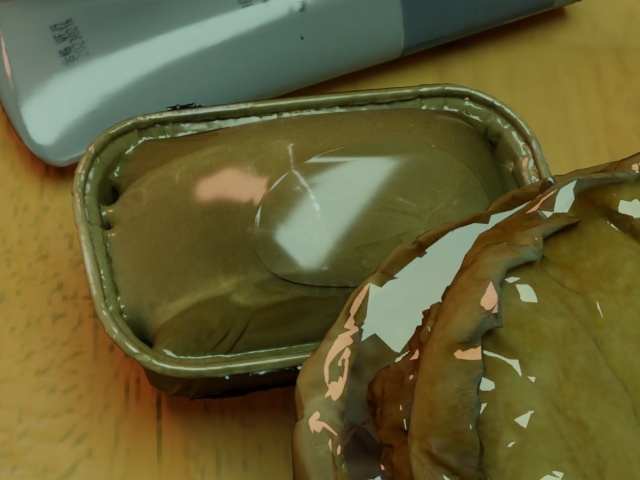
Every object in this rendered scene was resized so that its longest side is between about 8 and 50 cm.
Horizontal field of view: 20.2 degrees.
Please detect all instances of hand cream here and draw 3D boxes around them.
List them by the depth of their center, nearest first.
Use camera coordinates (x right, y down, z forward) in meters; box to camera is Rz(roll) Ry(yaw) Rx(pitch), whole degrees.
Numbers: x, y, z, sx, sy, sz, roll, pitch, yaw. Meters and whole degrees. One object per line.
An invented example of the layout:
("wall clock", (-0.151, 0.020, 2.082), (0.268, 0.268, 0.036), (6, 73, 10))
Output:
("hand cream", (-0.010, -0.094, 0.737), (0.255, 0.048, 0.079), (-17, 60, -15))

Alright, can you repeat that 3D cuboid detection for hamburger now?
("hamburger", (0.127, 0.111, 0.564), (0.259, 0.144, 0.283), (-9, 78, -21))

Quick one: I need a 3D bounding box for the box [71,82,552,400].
("box", (0.000, 0.000, 0.650), (0.177, 0.111, 0.111), (-7, 62, -16))
